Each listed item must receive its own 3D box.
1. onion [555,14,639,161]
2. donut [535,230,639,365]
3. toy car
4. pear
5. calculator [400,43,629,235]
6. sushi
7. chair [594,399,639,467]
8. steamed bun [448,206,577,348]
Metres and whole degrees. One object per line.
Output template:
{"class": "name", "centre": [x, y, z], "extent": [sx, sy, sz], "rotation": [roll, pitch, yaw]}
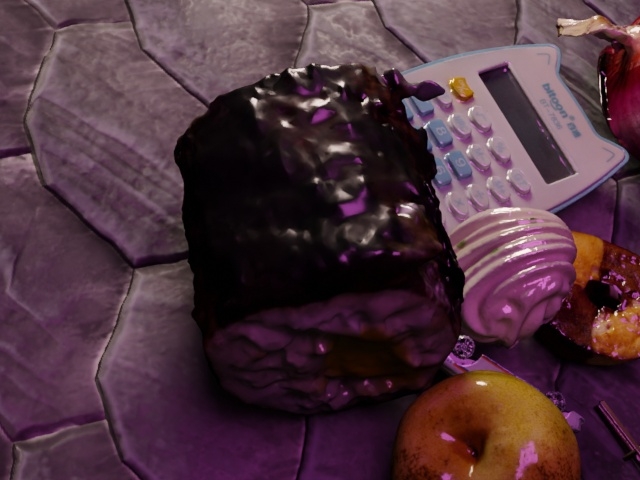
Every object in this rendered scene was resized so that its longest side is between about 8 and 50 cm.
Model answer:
{"class": "onion", "centre": [0.514, -0.224, 1.553], "extent": [0.272, 0.230, 0.256], "rotation": [-1, 66, -39]}
{"class": "donut", "centre": [0.326, 0.076, 1.424], "extent": [0.184, 0.073, 0.166], "rotation": [9, 58, -13]}
{"class": "toy car", "centre": [0.200, 0.165, 1.324], "extent": [0.205, 0.095, 0.056], "rotation": [32, 81, 0]}
{"class": "pear", "centre": [0.170, 0.236, 1.222], "extent": [0.197, 0.197, 0.197], "rotation": [8, 59, -13]}
{"class": "calculator", "centre": [0.187, -0.116, 1.503], "extent": [0.386, 0.054, 0.256], "rotation": [-19, 69, -24]}
{"class": "sushi", "centre": [-0.002, -0.002, 1.226], "extent": [0.281, 0.299, 0.294], "rotation": [-4, 60, -8]}
{"class": "chair", "centre": [0.392, 0.260, 1.317], "extent": [0.095, 0.104, 0.221], "rotation": [-18, 70, -54]}
{"class": "steamed bun", "centre": [0.199, 0.033, 1.338], "extent": [0.106, 0.183, 0.183], "rotation": [43, 52, -27]}
